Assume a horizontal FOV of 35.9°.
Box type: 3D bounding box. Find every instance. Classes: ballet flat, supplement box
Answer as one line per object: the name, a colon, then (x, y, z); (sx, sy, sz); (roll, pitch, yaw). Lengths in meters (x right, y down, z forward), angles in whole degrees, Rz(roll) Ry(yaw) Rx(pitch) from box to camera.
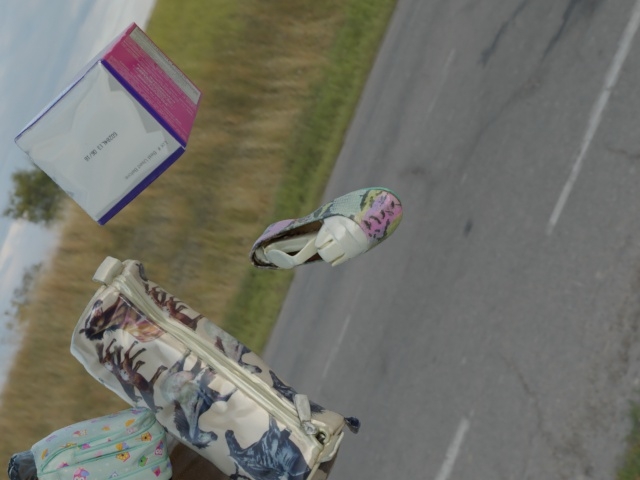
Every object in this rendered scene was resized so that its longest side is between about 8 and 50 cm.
ballet flat: (0.000, 0.000, 1.163); (0.222, 0.077, 0.079); (-16, 24, 42)
supplement box: (-0.196, -0.122, 0.963); (0.111, 0.114, 0.220); (-40, 16, 12)

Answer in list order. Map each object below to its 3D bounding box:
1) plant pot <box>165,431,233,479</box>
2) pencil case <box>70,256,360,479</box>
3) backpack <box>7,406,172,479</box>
plant pot: (-0.220, 0.371, 1.503); (0.215, 0.215, 0.230); (-62, -6, 32)
pencil case: (-0.152, 0.193, 1.336); (0.160, 0.410, 0.183); (-46, -11, -49)
backpack: (-0.263, 0.265, 1.141); (0.152, 0.182, 0.115); (-165, 61, -68)
